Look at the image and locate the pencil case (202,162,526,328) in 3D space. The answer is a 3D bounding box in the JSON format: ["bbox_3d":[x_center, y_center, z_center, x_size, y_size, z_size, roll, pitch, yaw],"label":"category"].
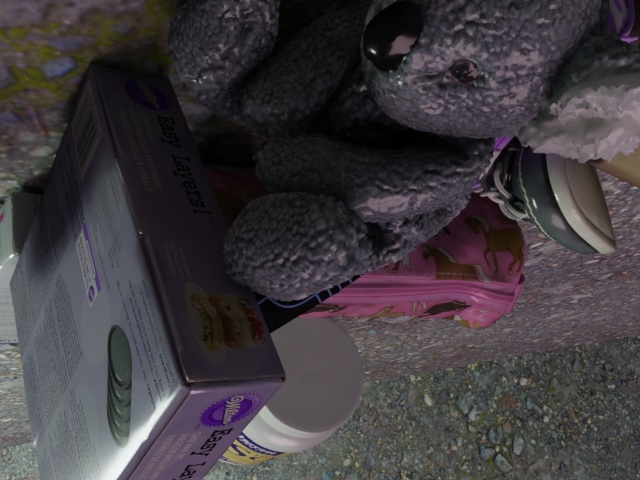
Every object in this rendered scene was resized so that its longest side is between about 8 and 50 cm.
[{"bbox_3d":[0.031,0.014,0.687,0.386,0.167,0.160,2,159,-35],"label":"pencil case"}]

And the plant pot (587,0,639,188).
[{"bbox_3d":[0.329,-0.100,0.460,0.274,0.256,0.256,5,161,2],"label":"plant pot"}]

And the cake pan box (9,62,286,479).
[{"bbox_3d":[-0.145,0.051,0.479,0.070,0.266,0.245,5,135,-39],"label":"cake pan box"}]

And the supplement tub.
[{"bbox_3d":[-0.090,0.270,1.255,0.241,0.241,0.331,0,159,-29],"label":"supplement tub"}]

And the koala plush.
[{"bbox_3d":[0.063,-0.094,0.384,0.203,0.196,0.221,-5,160,-42],"label":"koala plush"}]

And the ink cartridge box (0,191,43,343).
[{"bbox_3d":[-0.235,0.050,0.801,0.324,0.071,0.330,6,158,-39],"label":"ink cartridge box"}]

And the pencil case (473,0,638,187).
[{"bbox_3d":[0.131,-0.115,0.494,0.086,0.088,0.206,-7,160,-16],"label":"pencil case"}]

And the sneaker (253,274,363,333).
[{"bbox_3d":[0.000,0.000,0.513,0.232,0.081,0.090,-38,-170,-35],"label":"sneaker"}]

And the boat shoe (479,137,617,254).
[{"bbox_3d":[0.199,-0.040,0.622,0.099,0.116,0.319,-18,-179,23],"label":"boat shoe"}]
